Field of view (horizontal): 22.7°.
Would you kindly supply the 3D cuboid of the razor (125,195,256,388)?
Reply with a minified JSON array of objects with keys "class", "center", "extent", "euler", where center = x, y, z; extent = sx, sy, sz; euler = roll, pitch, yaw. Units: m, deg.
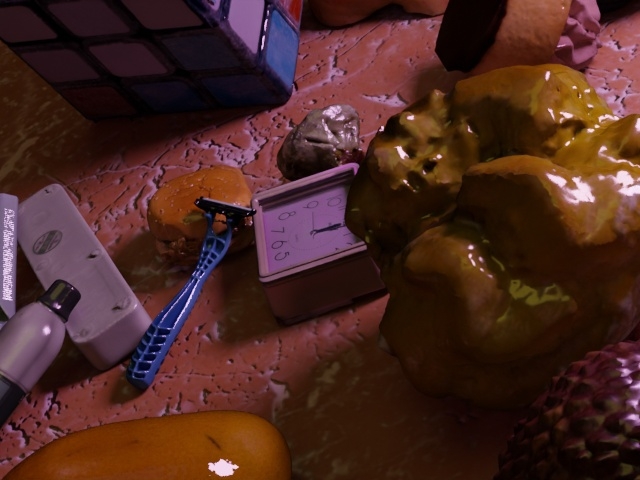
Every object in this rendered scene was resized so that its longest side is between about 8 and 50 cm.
[{"class":"razor","center":[-0.158,0.062,1.862],"extent":[0.082,0.042,0.253],"euler":[12,60,27]}]

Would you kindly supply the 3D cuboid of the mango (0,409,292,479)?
[{"class":"mango","center":[-0.167,0.260,1.535],"extent":[0.317,0.173,0.211],"euler":[-20,26,-19]}]

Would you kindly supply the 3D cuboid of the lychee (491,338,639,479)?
[{"class":"lychee","center":[0.259,0.203,1.322],"extent":[0.271,0.236,0.236],"euler":[-34,29,22]}]

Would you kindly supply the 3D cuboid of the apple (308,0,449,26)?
[{"class":"apple","center":[0.102,-0.448,2.355],"extent":[0.293,0.163,0.251],"euler":[-3,40,23]}]

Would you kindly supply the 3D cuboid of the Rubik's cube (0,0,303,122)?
[{"class":"Rubik's cube","center":[-0.232,-0.400,2.217],"extent":[0.362,0.363,0.359],"euler":[-5,67,23]}]

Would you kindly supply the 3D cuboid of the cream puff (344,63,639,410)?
[{"class":"cream puff","center":[0.173,-0.023,1.572],"extent":[0.378,0.275,0.378],"euler":[-45,15,16]}]

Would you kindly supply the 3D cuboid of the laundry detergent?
[{"class":"laundry detergent","center":[-0.355,0.140,1.835],"extent":[0.226,0.070,0.099],"euler":[-55,22,-17]}]

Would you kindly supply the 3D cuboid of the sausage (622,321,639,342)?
[{"class":"sausage","center":[0.319,0.077,1.592],"extent":[0.076,0.076,0.141],"euler":[-15,36,10]}]

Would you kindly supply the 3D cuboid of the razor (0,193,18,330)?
[{"class":"razor","center":[-0.402,0.047,1.997],"extent":[0.111,0.056,0.278],"euler":[-54,24,38]}]

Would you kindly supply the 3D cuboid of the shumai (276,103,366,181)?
[{"class":"shumai","center":[0.014,-0.104,2.005],"extent":[0.124,0.099,0.087],"euler":[-43,56,9]}]

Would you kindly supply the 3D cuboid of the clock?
[{"class":"clock","center":[0.000,0.000,1.877],"extent":[0.147,0.071,0.192],"euler":[-18,34,6]}]

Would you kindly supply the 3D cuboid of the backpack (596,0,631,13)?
[{"class":"backpack","center":[0.462,-0.511,2.172],"extent":[0.445,0.255,0.363],"euler":[-25,40,-10]}]

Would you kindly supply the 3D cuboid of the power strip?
[{"class":"power strip","center":[-0.311,0.034,2.007],"extent":[0.091,0.062,0.385],"euler":[-34,35,-6]}]

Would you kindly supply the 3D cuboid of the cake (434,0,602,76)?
[{"class":"cake","center":[0.270,-0.274,2.041],"extent":[0.207,0.178,0.185],"euler":[-43,31,45]}]

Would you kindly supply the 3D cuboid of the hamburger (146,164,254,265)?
[{"class":"hamburger","center":[-0.148,-0.032,1.994],"extent":[0.138,0.083,0.147],"euler":[-20,30,3]}]
